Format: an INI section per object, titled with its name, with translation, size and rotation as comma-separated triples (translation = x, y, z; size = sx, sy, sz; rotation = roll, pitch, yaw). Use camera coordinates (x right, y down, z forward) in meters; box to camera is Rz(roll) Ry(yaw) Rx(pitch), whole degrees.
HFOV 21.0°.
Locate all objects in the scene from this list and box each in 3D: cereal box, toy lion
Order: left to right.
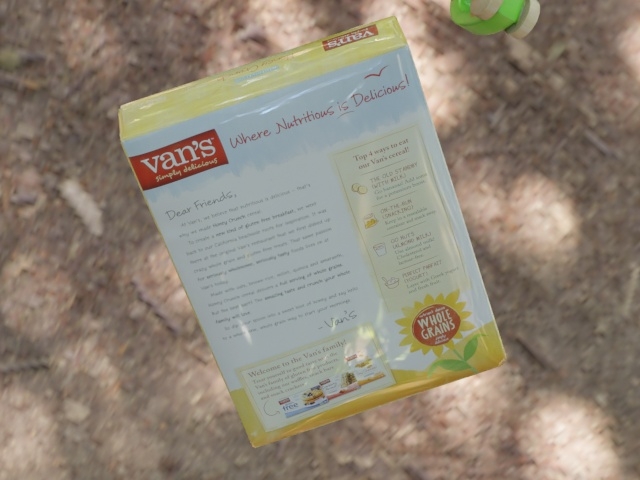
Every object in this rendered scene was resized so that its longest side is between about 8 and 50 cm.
[cereal box]
translation = 0.000, 0.000, 1.035
size = 0.173, 0.240, 0.047
rotation = -18, 32, 3
[toy lion]
translation = 0.098, -0.162, 0.968
size = 0.034, 0.096, 0.100
rotation = 24, 83, -24
